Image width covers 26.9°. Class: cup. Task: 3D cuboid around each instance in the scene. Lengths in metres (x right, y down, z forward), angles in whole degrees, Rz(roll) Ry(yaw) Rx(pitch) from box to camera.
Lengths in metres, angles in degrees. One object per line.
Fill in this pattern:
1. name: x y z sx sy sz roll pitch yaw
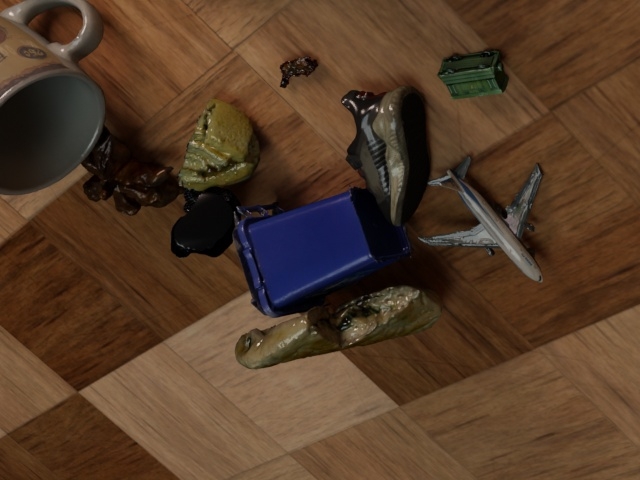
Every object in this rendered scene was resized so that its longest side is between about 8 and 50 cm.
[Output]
1. cup: -0.460 -0.261 2.005 0.301 0.227 0.257 -49 63 11

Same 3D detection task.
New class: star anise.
1. star anise: -0.327 -0.107 2.154 0.196 0.111 0.212 24 170 40

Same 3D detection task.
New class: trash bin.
1. trash bin: 0.000 0.000 2.015 0.235 0.163 0.184 -23 82 34

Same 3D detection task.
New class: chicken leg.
1. chicken leg: -0.037 -0.244 1.909 0.083 0.021 0.036 -22 127 43

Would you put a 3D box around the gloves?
1. gloves: -0.178 -0.026 2.132 0.106 0.181 0.129 10 92 2

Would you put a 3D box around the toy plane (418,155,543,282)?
1. toy plane: 0.250 -0.025 1.929 0.226 0.058 0.226 -33 114 34

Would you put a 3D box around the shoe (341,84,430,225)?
1. shoe: 0.089 -0.126 1.903 0.112 0.099 0.227 18 134 24

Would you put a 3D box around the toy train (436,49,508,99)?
1. toy train: 0.204 -0.220 1.781 0.093 0.038 0.056 -4 134 33

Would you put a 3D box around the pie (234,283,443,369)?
1. pie: 0.026 0.139 2.079 0.338 0.338 0.075 -24 77 43

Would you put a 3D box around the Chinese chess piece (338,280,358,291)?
1. Chinese chess piece: 0.026 0.044 2.147 0.084 0.034 0.084 15 134 16

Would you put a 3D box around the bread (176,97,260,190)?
1. bread: -0.147 -0.133 2.034 0.110 0.103 0.156 20 144 -5
